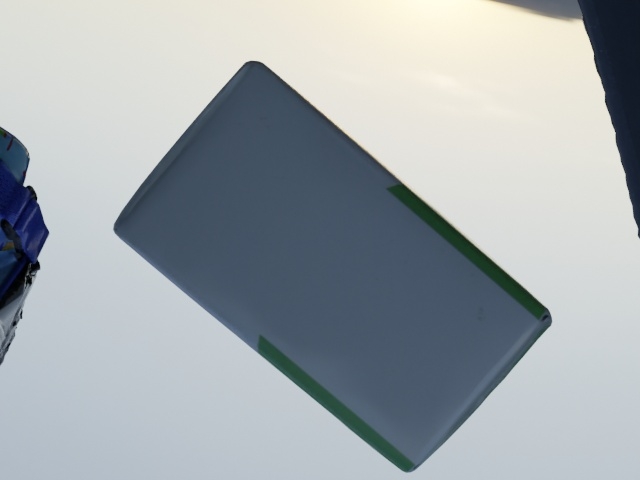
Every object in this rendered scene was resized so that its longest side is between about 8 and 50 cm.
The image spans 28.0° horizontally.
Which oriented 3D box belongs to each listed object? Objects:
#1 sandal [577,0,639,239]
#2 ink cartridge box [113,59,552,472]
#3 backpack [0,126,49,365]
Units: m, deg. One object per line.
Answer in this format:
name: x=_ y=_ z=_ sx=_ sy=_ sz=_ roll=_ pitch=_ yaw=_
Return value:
sandal: x=0.117 y=-0.034 z=0.344 sx=0.054 sy=0.254 sz=0.097 roll=-5 pitch=-142 yaw=33
ink cartridge box: x=0.000 y=0.000 z=0.604 sx=0.160 sy=0.092 sz=0.219 roll=40 pitch=-178 yaw=-6
backpack: x=-0.179 y=0.031 z=0.357 sx=0.158 sy=0.173 sz=0.117 roll=32 pitch=149 yaw=-8
